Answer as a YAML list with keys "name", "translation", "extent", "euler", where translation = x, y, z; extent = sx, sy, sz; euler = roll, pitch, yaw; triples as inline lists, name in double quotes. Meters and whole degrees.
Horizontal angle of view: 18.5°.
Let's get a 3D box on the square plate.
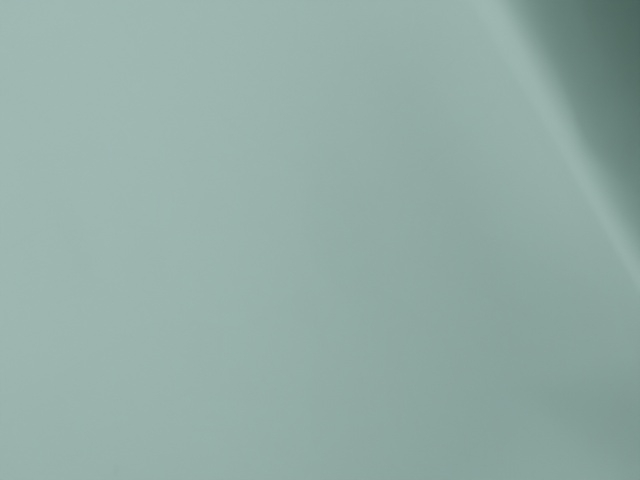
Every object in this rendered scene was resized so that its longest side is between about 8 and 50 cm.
- name: "square plate"
  translation: [0.000, 0.000, 0.498]
  extent: [0.344, 0.049, 0.347]
  euler: [-31, 93, -44]
